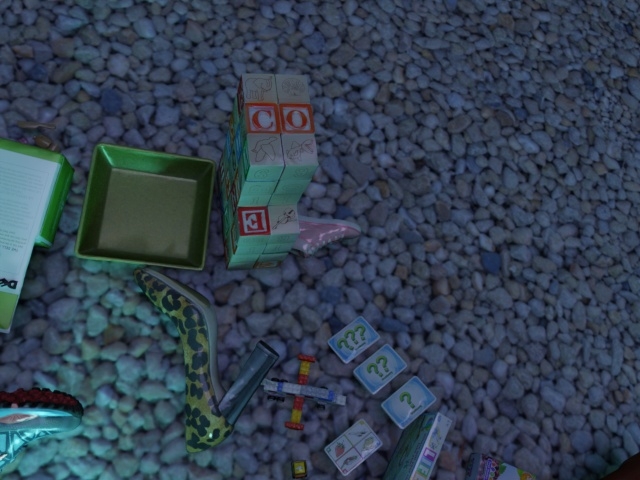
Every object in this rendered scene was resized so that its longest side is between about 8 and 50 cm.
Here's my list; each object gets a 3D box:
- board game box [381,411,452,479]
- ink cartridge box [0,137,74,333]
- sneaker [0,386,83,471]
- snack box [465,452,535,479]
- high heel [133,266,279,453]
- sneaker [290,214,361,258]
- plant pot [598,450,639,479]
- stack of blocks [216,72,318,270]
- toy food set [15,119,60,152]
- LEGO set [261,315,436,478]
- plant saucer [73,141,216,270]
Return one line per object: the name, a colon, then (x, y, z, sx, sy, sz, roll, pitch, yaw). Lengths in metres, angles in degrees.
board game box: (0.132, 0.330, 0.863, 0.026, 0.103, 0.154, 32, 67, -3)
ink cartridge box: (-0.481, -0.016, 0.820, 0.188, 0.097, 0.255, 14, 80, -11)
sneaker: (-0.437, 0.264, 0.749, 0.261, 0.104, 0.125, -7, 91, -13)
snack box: (0.268, 0.416, 0.907, 0.100, 0.037, 0.141, 24, 67, -8)
high heel: (-0.211, 0.169, 0.846, 0.261, 0.093, 0.186, 35, 87, 12)
sneaker: (0.000, 0.000, 0.970, 0.134, 0.051, 0.070, 7, 72, -9)
plant pot: (0.456, 0.450, 0.828, 0.265, 0.272, 0.273, -15, 76, -16)
stack of blocks: (-0.084, -0.080, 0.838, 0.087, 0.297, 0.171, -3, 72, -17)
toy food set: (-0.445, -0.122, 0.906, 0.077, 0.019, 0.122, 5, 78, -13)
LEGO set: (0.029, 0.235, 0.874, 0.244, 0.060, 0.182, -33, 66, -22)
plant saucer: (-0.267, -0.047, 0.914, 0.188, 0.045, 0.188, 8, 70, -13)
